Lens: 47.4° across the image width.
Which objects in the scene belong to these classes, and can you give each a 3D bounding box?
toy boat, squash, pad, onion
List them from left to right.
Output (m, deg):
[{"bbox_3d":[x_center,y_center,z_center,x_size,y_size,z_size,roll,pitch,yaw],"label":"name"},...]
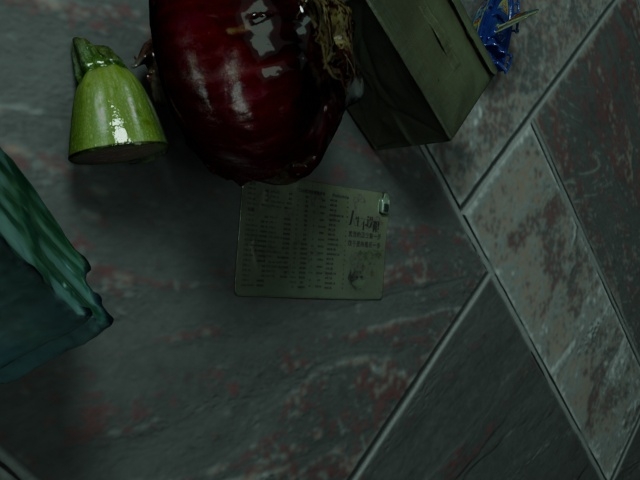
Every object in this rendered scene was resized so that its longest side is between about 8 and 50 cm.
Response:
[{"bbox_3d":[-0.214,-0.149,0.746,0.105,0.105,0.132,-7,86,-41],"label":"squash"},{"bbox_3d":[-0.078,-0.207,0.776,0.314,0.232,0.314,-4,90,-73],"label":"onion"},{"bbox_3d":[0.000,0.000,0.984,0.264,0.009,0.160,5,88,-41],"label":"pad"},{"bbox_3d":[0.305,-0.352,1.175,0.091,0.110,0.175,29,71,-38],"label":"toy boat"}]

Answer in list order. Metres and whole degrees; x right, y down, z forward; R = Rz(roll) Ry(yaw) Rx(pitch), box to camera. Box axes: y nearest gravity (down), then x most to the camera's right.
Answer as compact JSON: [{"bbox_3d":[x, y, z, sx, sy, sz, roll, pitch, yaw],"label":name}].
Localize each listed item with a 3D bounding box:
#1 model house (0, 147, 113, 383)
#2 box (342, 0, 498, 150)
[{"bbox_3d":[-0.386,0.029,0.541,0.329,0.252,0.295,-37,140,-10],"label":"model house"},{"bbox_3d":[0.103,-0.259,0.972,0.231,0.155,0.149,52,60,-30],"label":"box"}]
